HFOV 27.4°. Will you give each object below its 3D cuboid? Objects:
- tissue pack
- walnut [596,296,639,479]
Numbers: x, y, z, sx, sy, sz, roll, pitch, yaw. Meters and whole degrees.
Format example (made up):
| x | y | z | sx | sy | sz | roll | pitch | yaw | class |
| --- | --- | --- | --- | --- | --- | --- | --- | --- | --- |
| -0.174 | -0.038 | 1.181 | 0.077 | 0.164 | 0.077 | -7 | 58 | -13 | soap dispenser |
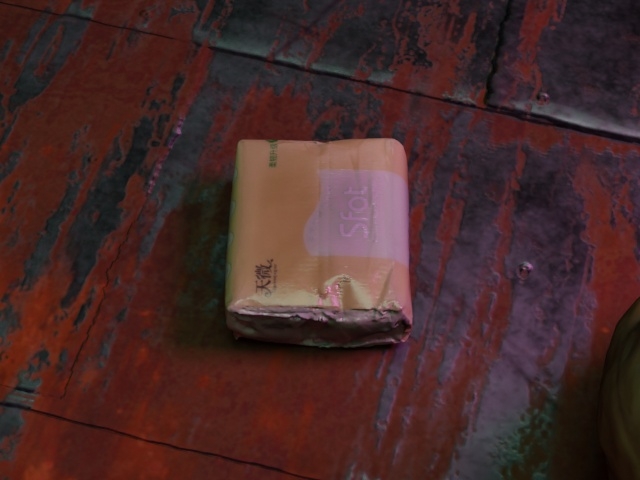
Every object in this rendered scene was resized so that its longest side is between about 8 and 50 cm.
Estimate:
| x | y | z | sx | sy | sz | roll | pitch | yaw | class |
| --- | --- | --- | --- | --- | --- | --- | --- | --- | --- |
| 0.000 | 0.000 | 1.322 | 0.186 | 0.090 | 0.222 | 2 | 53 | 2 | tissue pack |
| 0.414 | 0.141 | 1.096 | 0.381 | 0.381 | 0.381 | 1 | 54 | -1 | walnut |
